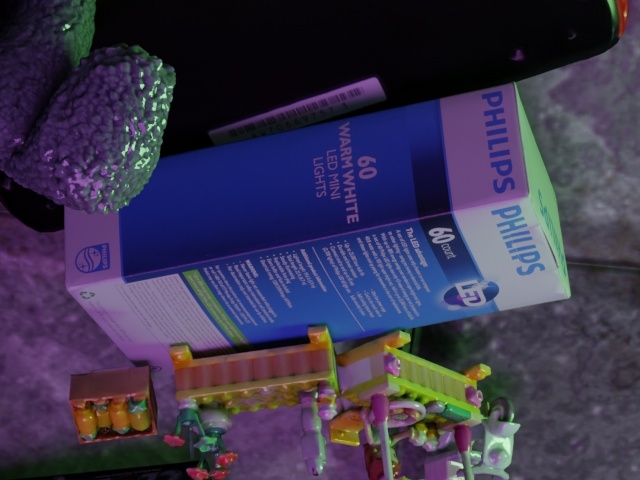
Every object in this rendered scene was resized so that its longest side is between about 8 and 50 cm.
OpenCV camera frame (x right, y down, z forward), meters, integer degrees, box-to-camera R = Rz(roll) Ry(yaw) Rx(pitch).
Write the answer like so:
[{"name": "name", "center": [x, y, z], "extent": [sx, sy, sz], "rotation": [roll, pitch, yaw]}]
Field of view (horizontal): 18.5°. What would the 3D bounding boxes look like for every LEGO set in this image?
[{"name": "LEGO set", "center": [0.000, 0.124, 1.153], "extent": [0.287, 0.107, 0.132], "rotation": [8, 151, -27]}]

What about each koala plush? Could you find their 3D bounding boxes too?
[{"name": "koala plush", "center": [-0.167, -0.153, 0.924], "extent": [0.196, 0.203, 0.221], "rotation": [5, 112, -16]}]

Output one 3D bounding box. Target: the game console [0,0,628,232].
[{"name": "game console", "center": [-0.067, -0.181, 1.029], "extent": [0.386, 0.060, 0.342], "rotation": [-17, 130, 16]}]

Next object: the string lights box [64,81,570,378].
[{"name": "string lights box", "center": [0.000, 0.000, 1.112], "extent": [0.259, 0.077, 0.133], "rotation": [-11, 151, 11]}]

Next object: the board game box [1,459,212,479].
[{"name": "board game box", "center": [-0.173, 0.237, 1.306], "extent": [0.243, 0.042, 0.165], "rotation": [-8, 110, 18]}]
